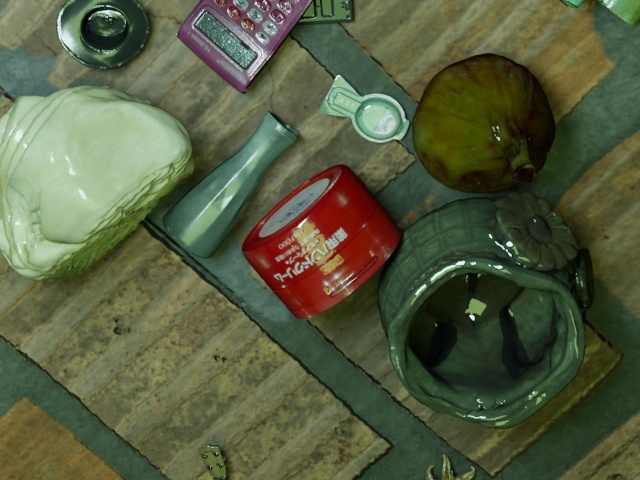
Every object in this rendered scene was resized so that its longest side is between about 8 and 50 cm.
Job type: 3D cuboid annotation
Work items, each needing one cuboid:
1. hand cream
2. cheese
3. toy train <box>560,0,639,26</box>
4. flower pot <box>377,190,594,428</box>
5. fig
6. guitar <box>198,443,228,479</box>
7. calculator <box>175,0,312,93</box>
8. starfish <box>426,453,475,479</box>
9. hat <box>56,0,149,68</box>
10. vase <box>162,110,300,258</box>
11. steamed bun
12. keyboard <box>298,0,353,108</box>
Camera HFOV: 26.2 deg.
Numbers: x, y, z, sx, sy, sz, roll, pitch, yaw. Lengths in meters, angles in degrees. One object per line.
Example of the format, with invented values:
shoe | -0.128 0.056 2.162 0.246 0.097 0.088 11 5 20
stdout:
hand cream | 0.000 0.000 1.837 0.193 0.193 0.125 -38 103 13
cheese | 0.063 -0.173 1.859 0.121 0.026 0.067 26 108 -9
toy train | 0.413 -0.416 1.727 0.189 0.126 0.307 13 118 -53
flower pot | 0.229 0.084 1.837 0.302 0.213 0.302 0 122 0
fig | 0.231 -0.113 1.760 0.191 0.290 0.190 -11 130 -14
guitar | -0.128 0.411 2.068 0.084 0.038 0.271 -16 112 5
calculator | -0.091 -0.299 1.790 0.126 0.034 0.190 43 111 8
starfish | 0.198 0.366 2.059 0.091 0.028 0.078 28 106 -15
hat | -0.285 -0.283 1.806 0.121 0.050 0.121 -2 110 -5
vase | -0.118 -0.080 1.869 0.086 0.086 0.214 39 101 -13
steamed bun | -0.319 -0.091 1.780 0.276 0.289 0.203 -37 88 -14
keyboard | -0.006 -0.364 1.789 0.103 0.041 0.381 -3 104 2
